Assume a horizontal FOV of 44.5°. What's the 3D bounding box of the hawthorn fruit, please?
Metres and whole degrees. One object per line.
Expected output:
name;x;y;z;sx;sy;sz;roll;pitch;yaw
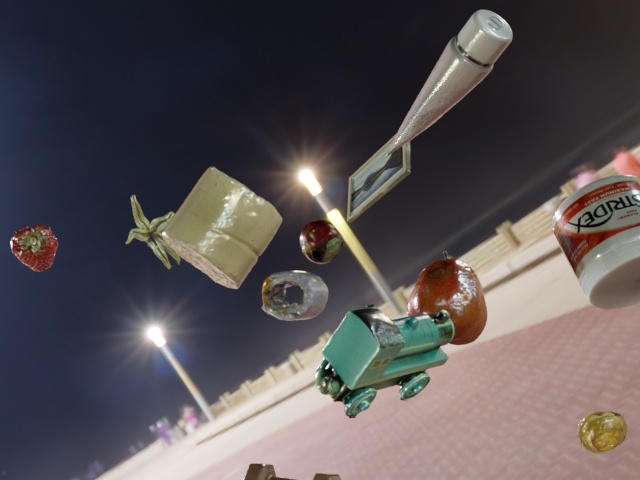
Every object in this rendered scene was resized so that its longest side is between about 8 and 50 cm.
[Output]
hawthorn fruit;0.357;0.155;2.175;0.224;0.224;0.260;134;149;-68

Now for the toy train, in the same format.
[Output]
toy train;0.126;0.204;1.414;0.298;0.120;0.194;-4;-46;-47

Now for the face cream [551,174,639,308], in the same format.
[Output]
face cream;0.570;0.002;1.499;0.201;0.187;0.201;-10;-35;-7

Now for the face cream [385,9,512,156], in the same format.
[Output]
face cream;0.226;-0.280;1.430;0.143;0.089;0.314;-40;-7;-45

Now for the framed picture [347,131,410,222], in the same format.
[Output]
framed picture;0.127;-0.145;1.739;0.203;0.015;0.150;-40;31;38

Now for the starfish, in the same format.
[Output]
starfish;-0.444;-0.023;2.079;0.050;0.223;0.217;-16;17;36

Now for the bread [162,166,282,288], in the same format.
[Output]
bread;-0.152;-0.020;1.224;0.141;0.148;0.134;-58;24;-17

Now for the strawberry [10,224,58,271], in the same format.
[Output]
strawberry;-0.463;0.014;1.276;0.073;0.073;0.083;-33;-25;-23

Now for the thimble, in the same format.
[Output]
thimble;-0.065;0.141;2.009;0.151;0.127;0.118;7;-2;25

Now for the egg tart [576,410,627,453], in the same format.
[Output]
egg tart;0.703;0.480;1.937;0.129;0.128;0.049;-36;17;13

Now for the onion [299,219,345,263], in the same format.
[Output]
onion;0.000;0.000;2.007;0.119;0.119;0.117;-30;-31;-45

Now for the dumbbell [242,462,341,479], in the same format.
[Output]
dumbbell;-0.064;0.548;1.736;0.231;0.082;0.092;-1;47;29
